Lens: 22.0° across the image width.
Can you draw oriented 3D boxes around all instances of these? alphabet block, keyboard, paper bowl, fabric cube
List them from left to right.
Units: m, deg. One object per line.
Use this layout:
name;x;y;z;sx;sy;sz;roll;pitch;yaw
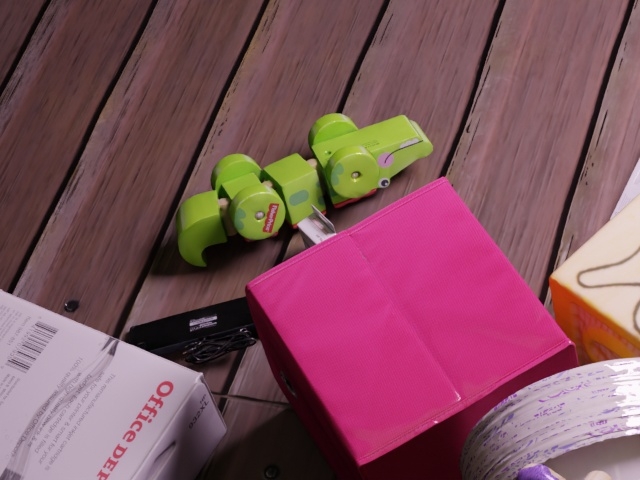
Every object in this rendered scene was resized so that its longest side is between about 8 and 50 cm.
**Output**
keyboard;-0.137;0.117;1.986;0.192;0.038;0.100;-15;29;5
fabric cube;0.106;0.144;1.757;0.259;0.254;0.258;-29;54;-8
paper bowl;0.286;0.249;1.610;0.284;0.284;0.148;-13;52;5
alphabet block;0.385;0.075;1.773;0.197;0.193;0.192;-40;54;-15

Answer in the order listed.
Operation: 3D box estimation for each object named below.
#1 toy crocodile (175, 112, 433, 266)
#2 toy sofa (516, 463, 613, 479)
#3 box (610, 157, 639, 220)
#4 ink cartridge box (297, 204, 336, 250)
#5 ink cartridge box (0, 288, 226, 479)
toy crocodile;-0.023;-0.066;2.043;0.341;0.105;0.115;-23;35;-9
toy sofa;0.202;0.393;1.474;0.177;0.362;0.150;20;22;20
box;0.454;-0.044;1.939;0.186;0.038;0.145;17;60;24
ink cartridge box;0.000;0.000;1.995;0.028;0.083;0.048;-37;54;-13
ink cartridge box;-0.299;0.219;1.882;0.307;0.129;0.223;20;61;26
